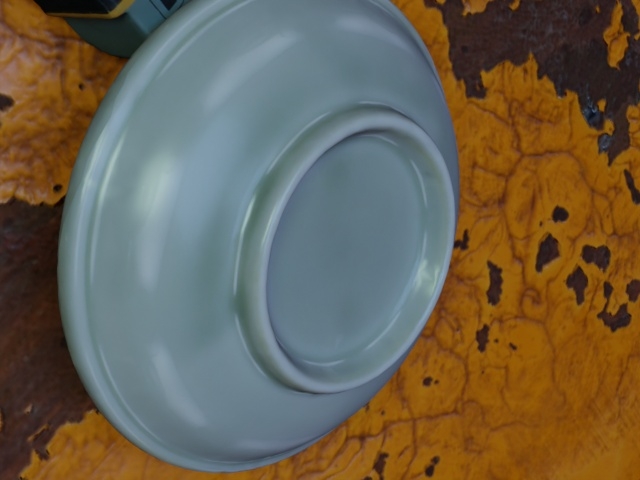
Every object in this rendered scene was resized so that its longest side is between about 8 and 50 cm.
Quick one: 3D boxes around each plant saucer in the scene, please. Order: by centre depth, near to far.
[{"bbox_3d":[0.000,0.000,0.775,0.400,0.100,0.401,-18,116,-42],"label":"plant saucer"}]

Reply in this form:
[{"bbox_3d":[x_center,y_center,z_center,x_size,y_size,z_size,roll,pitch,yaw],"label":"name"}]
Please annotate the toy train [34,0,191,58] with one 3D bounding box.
[{"bbox_3d":[-0.107,-0.287,0.723,0.334,0.142,0.190,-57,133,-20],"label":"toy train"}]
